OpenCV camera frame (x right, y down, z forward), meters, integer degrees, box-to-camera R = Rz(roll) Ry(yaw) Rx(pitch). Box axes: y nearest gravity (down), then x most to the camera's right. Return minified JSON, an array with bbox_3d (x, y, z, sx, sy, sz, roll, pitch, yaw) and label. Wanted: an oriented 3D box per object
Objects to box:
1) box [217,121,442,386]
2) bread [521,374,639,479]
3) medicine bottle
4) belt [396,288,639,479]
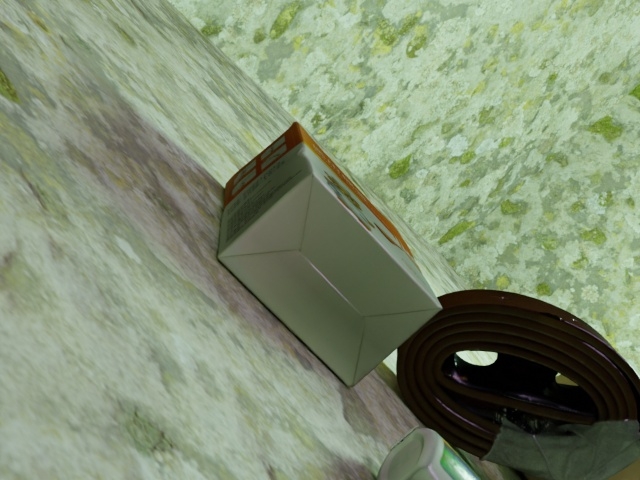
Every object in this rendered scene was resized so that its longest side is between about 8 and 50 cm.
[{"bbox_3d":[0.000,0.000,1.174,0.225,0.143,0.341,46,7,-15],"label":"box"},{"bbox_3d":[0.464,0.370,1.456,0.348,0.253,0.376,42,8,-16],"label":"bread"},{"bbox_3d":[0.146,0.275,0.861,0.219,0.078,0.115,48,6,-2],"label":"medicine bottle"},{"bbox_3d":[0.265,0.190,1.257,0.339,0.217,0.122,19,8,3],"label":"belt"}]
